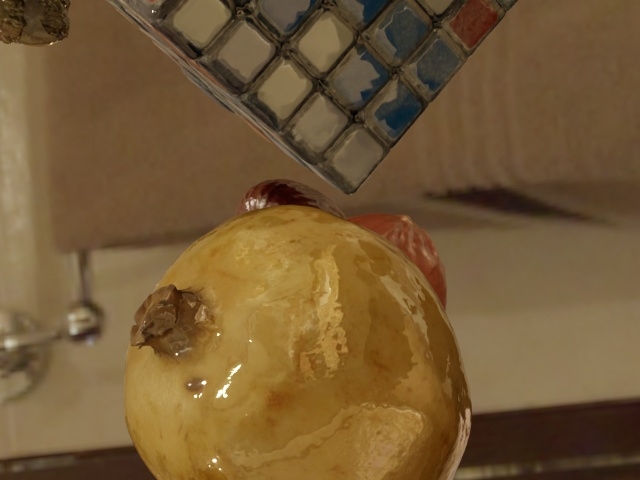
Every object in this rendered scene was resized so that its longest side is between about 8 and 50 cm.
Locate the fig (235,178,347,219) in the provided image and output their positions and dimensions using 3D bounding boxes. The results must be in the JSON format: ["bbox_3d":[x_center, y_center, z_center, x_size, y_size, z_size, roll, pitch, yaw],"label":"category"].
[{"bbox_3d":[-0.005,0.001,1.527,0.119,0.153,0.119,-177,90,-81],"label":"fig"}]

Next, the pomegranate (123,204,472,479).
[{"bbox_3d":[-0.020,0.069,0.799,0.196,0.196,0.196,-7,-90,-78],"label":"pomegranate"}]

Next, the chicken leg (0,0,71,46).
[{"bbox_3d":[-0.358,-0.254,1.665,0.069,0.198,0.084,-139,58,-72],"label":"chicken leg"}]

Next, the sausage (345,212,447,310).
[{"bbox_3d":[0.020,0.101,1.288,0.148,0.148,0.254,-66,-20,-69],"label":"sausage"}]

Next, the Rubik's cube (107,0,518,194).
[{"bbox_3d":[-0.031,-0.266,1.455,0.287,0.293,0.292,41,-179,-40],"label":"Rubik's cube"}]
